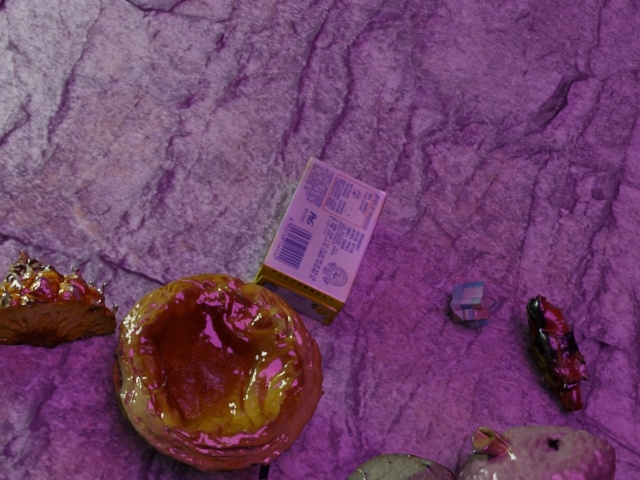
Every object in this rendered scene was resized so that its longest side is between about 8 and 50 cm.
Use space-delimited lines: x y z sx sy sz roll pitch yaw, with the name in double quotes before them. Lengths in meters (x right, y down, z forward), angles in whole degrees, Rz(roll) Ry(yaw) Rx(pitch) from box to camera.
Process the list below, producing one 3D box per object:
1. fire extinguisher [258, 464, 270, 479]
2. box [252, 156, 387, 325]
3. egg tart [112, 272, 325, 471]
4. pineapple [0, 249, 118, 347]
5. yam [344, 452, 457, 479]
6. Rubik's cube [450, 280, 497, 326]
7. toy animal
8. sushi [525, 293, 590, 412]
"fire extinguisher" -0.085 0.459 1.570 0.071 0.099 0.231 5 61 -11
"box" 0.000 0.000 1.868 0.168 0.097 0.265 25 56 -6
"egg tart" -0.166 0.219 1.648 0.352 0.150 0.352 10 53 -14
"pineapple" -0.442 0.069 1.637 0.250 0.140 0.164 5 59 -15
"yam" 0.087 0.445 1.547 0.202 0.271 0.201 -32 75 -39
"Rubik's cube" 0.282 0.126 1.924 0.084 0.075 0.073 -56 135 -35
"toy animal" 0.316 0.448 1.680 0.226 0.188 0.358 25 63 23
"sushi" 0.443 0.207 1.925 0.103 0.097 0.226 -12 81 -20
